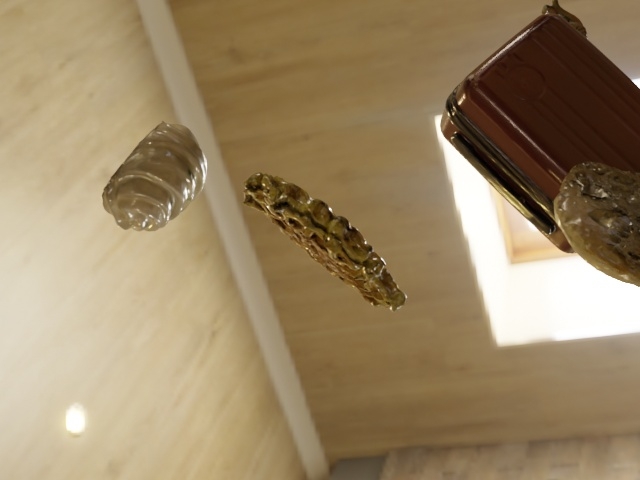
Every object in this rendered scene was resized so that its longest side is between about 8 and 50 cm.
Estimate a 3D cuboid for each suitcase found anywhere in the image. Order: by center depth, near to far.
[{"bbox_3d":[0.338,-0.150,1.635,0.236,0.297,0.161,-39,-10,-24],"label":"suitcase"}]

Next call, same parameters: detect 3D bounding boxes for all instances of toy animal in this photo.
[{"bbox_3d":[0.470,-0.357,2.224,0.099,0.056,0.241,7,-100,-31],"label":"toy animal"}]

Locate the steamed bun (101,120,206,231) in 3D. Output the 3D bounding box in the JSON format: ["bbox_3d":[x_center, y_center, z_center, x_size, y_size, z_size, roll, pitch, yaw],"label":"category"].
[{"bbox_3d":[-0.237,-0.081,1.698,0.106,0.183,0.183,38,-153,0],"label":"steamed bun"}]

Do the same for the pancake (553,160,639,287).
[{"bbox_3d":[0.402,-0.004,1.391,0.049,0.282,0.282,-65,-3,30],"label":"pancake"}]

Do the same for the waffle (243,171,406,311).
[{"bbox_3d":[0.001,-0.001,1.456,0.245,0.052,0.254,41,173,-13],"label":"waffle"}]
